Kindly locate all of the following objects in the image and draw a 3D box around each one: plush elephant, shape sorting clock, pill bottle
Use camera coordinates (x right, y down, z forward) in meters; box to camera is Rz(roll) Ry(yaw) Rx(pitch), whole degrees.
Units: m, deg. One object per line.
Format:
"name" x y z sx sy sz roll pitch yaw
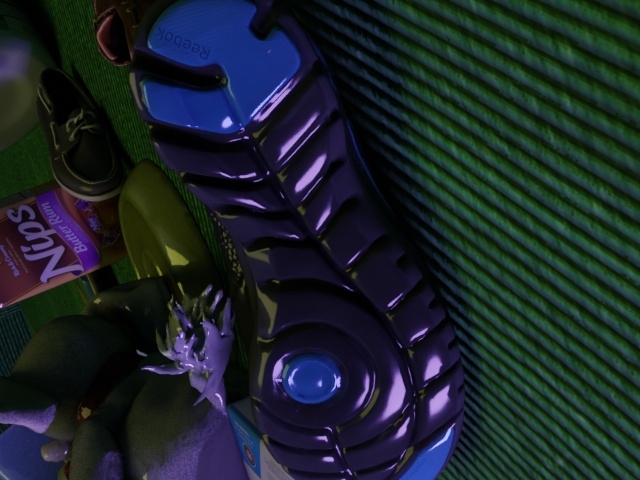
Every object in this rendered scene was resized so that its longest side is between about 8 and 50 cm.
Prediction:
"plush elephant" -0.172 0.168 0.931 0.255 0.272 0.330 15 119 36
"shape sorting clock" -0.338 0.082 1.611 0.206 0.040 0.206 53 159 30
"pill bottle" -0.492 -0.297 1.360 0.361 0.204 0.204 57 158 25

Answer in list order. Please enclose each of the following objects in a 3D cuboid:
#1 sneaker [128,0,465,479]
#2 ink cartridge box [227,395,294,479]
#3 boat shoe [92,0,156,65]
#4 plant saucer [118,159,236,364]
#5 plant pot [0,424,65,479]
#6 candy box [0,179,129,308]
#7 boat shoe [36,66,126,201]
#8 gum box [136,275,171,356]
"sneaker" 0.000 0.000 0.626 0.139 0.125 0.341 -90 -16 -67
"ink cartridge box" 0.016 0.219 0.809 0.148 0.086 0.203 24 133 62
"boat shoe" -0.153 -0.173 0.851 0.178 0.060 0.064 36 144 55
"plant saucer" -0.159 0.034 1.121 0.241 0.037 0.241 52 156 35
"plant pot" -0.259 0.313 1.396 0.252 0.248 0.247 46 156 8
"candy box" -0.301 -0.009 1.213 0.053 0.187 0.109 25 135 62
"boat shoe" -0.276 -0.122 1.195 0.065 0.075 0.206 85 158 -45
"gum box" -0.175 0.124 1.142 0.157 0.041 0.184 67 160 -2
